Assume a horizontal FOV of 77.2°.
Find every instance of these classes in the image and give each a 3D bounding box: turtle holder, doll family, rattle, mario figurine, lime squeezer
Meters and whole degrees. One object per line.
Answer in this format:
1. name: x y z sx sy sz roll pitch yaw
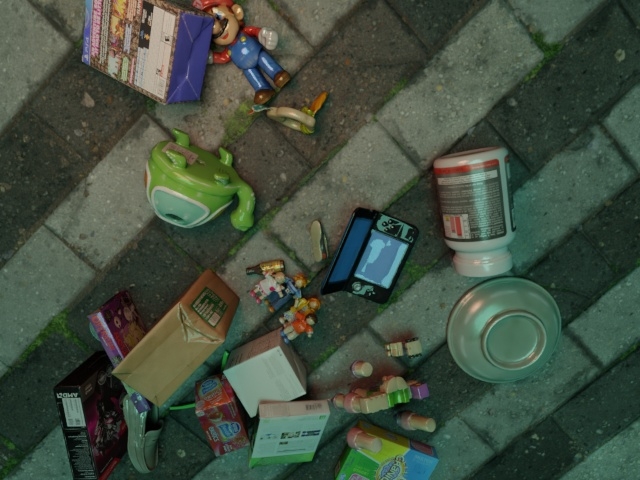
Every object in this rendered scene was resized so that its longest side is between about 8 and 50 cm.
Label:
1. turtle holder: -0.359 -0.158 1.196 0.321 0.243 0.227 8 124 -43
2. doll family: -0.096 0.196 1.328 0.163 0.118 0.262 -37 91 20
3. rattle: -0.096 -0.406 1.182 0.200 0.130 0.142 20 104 0
4. mario figurine: -0.238 -0.537 1.119 0.198 0.170 0.320 -45 104 -8
5. lime squeezer: -0.401 0.534 1.415 0.110 0.059 0.310 43 99 -10

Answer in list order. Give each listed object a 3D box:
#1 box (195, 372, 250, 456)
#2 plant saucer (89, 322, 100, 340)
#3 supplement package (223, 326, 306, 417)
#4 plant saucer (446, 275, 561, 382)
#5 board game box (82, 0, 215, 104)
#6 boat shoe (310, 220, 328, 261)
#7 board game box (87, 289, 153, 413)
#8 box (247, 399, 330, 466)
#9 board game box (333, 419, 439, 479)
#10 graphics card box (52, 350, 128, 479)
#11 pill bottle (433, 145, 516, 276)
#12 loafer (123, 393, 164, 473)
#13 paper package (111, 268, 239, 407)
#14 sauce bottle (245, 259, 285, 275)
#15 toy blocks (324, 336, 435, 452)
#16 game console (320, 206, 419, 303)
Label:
1. box: -0.327 0.581 1.342 0.123 0.128 0.256 -15 123 -10
2. plant saucer: -0.725 0.293 1.373 0.120 0.021 0.119 0 103 -2
3. supplement package: -0.179 0.439 1.349 0.203 0.149 0.194 -25 102 5
4. plant saucer: 0.643 0.325 1.367 0.401 0.100 0.399 0 102 -2
5. board game box: -0.459 -0.532 1.062 0.291 0.141 0.231 30 120 11
6. boat shoe: 0.000 0.000 1.312 0.043 0.049 0.136 -16 104 -41
7. board game box: -0.607 0.350 1.293 0.056 0.208 0.346 -19 103 3
8. box: -0.115 0.661 1.365 0.233 0.058 0.321 4 125 -16
9. board game box: 0.241 0.833 1.489 0.317 0.064 0.242 22 101 -6
10. graphics card box: -0.737 0.585 1.330 0.095 0.233 0.370 -3 102 4
11. pill bottle: 0.472 -0.086 1.215 0.211 0.210 0.362 -11 102 1
12. loafer: -0.612 0.673 1.414 0.112 0.112 0.318 -3 102 8
13. paper package: -0.416 0.279 1.223 0.168 0.325 0.309 43 97 -10
14. sauce bottle: -0.183 0.094 1.328 0.128 0.042 0.042 -10 102 -1
15. toy blocks: 0.184 0.508 1.360 0.289 0.260 0.308 -3 78 -29
16. game console: 0.160 0.061 1.261 0.251 0.173 0.292 21 102 -5
